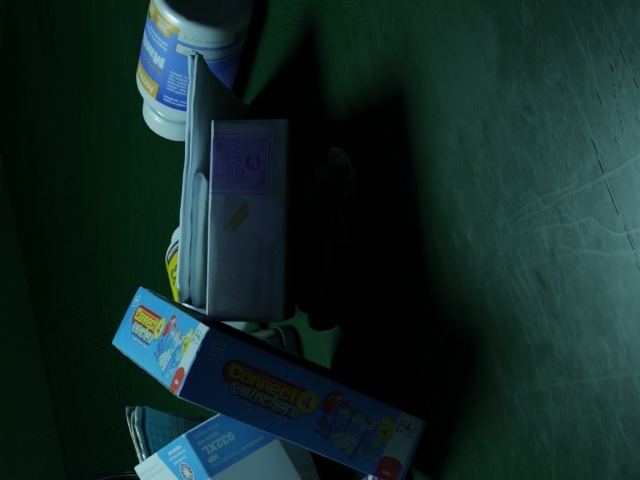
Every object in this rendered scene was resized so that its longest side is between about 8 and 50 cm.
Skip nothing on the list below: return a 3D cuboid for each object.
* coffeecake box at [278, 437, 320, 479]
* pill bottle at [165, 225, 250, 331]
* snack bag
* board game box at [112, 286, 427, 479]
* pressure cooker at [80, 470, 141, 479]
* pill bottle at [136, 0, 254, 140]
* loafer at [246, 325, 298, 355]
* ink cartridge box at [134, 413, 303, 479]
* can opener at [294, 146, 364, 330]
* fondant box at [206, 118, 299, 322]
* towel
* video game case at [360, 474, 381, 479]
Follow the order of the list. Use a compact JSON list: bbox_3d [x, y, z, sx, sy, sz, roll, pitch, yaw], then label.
[{"bbox_3d":[-0.071,0.331,1.996,0.142,0.068,0.185,109,147,-47],"label":"coffeecake box"},{"bbox_3d":[-0.181,0.058,2.096,0.215,0.117,0.117,-113,26,-53],"label":"pill bottle"},{"bbox_3d":[-0.137,-0.063,1.856,0.323,0.037,0.342,37,-126,-77],"label":"snack bag"},{"bbox_3d":[-0.071,0.175,1.637,0.086,0.308,0.302,-66,24,-3],"label":"board game box"},{"bbox_3d":[-0.369,0.632,2.380,0.375,0.370,0.420,-17,93,23],"label":"pressure cooker"},{"bbox_3d":[-0.199,-0.280,2.010,0.272,0.152,0.152,112,144,-49],"label":"pill bottle"},{"bbox_3d":[-0.114,0.183,2.033,0.267,0.084,0.096,142,118,-65],"label":"loafer"},{"bbox_3d":[-0.106,0.403,1.859,0.307,0.129,0.223,59,146,6],"label":"ink cartridge box"},{"bbox_3d":[0.000,0.000,1.703,0.074,0.093,0.280,-120,27,-43],"label":"can opener"},{"bbox_3d":[-0.081,-0.017,1.680,0.330,0.096,0.238,83,-172,-87],"label":"fondant box"},{"bbox_3d":[-0.162,0.436,2.059,0.040,0.271,0.370,-34,60,23],"label":"towel"},{"bbox_3d":[0.031,0.420,1.661,0.210,0.042,0.232,125,164,-60],"label":"video game case"}]
